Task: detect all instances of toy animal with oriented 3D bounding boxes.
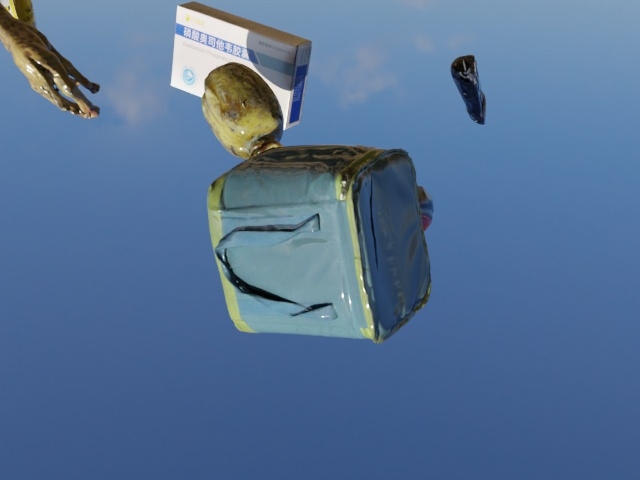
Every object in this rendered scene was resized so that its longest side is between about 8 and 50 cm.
[{"bbox_3d":[-0.397,-0.270,1.186,0.054,0.275,0.149,-41,-162,12],"label":"toy animal"}]

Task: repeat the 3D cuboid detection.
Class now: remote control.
[{"bbox_3d":[0.370,-0.369,2.205,0.066,0.090,0.266,0,158,17],"label":"remote control"}]

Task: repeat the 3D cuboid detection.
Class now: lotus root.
[{"bbox_3d":[-0.145,-0.243,1.797,0.154,0.154,0.278,-13,-123,-30],"label":"lotus root"}]

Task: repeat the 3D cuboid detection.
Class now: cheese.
[{"bbox_3d":[-0.573,-0.444,1.659,0.064,0.250,0.156,-14,-146,-14],"label":"cheese"}]

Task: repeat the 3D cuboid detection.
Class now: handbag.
[{"bbox_3d":[0.000,0.000,1.207,0.241,0.263,0.222,2,-161,32],"label":"handbag"}]

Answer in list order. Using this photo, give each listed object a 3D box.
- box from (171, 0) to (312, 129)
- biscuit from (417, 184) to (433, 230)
[{"bbox_3d":[-0.189,-0.404,2.035,0.343,0.200,0.065,24,-149,24],"label":"box"},{"bbox_3d":[0.067,-0.006,2.002,0.407,0.091,0.407,-19,165,-5],"label":"biscuit"}]
